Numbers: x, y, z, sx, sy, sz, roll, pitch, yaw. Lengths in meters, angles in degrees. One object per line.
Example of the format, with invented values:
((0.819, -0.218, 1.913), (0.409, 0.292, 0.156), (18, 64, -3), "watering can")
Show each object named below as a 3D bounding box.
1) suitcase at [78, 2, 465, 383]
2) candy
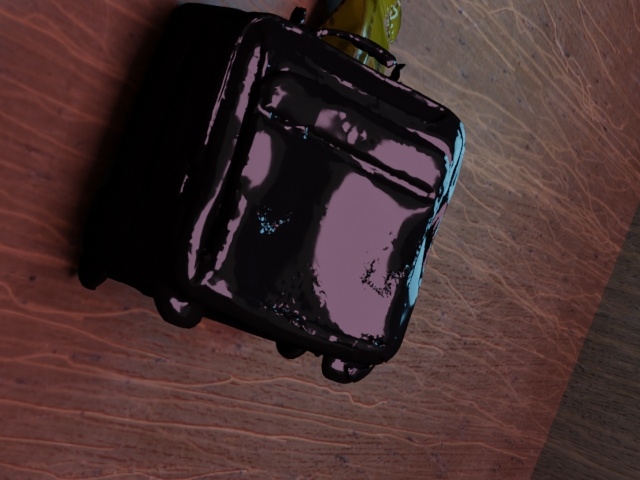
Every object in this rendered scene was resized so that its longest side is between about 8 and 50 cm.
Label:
((-0.036, -0.054, 1.565), (0.345, 0.188, 0.339), (23, 83, -41), "suitcase")
((0.016, -0.179, 1.773), (0.297, 0.081, 0.187), (-57, 160, -15), "candy")
